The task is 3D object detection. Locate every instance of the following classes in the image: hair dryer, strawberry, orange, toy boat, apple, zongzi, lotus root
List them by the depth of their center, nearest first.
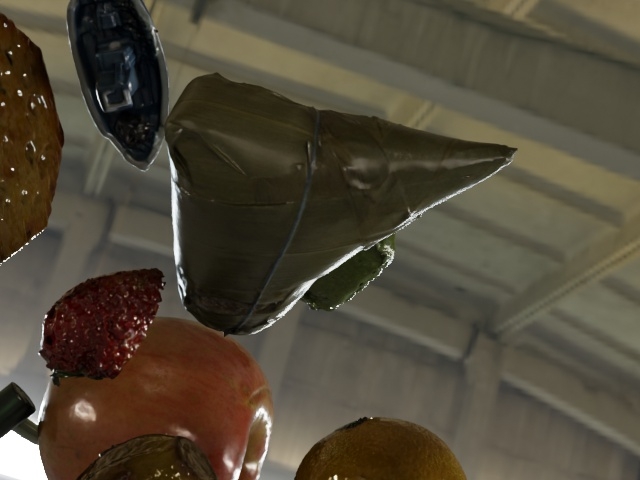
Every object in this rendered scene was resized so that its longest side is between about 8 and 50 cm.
[{"bbox_3d":[0.012,-0.010,1.562,0.392,0.174,0.356,8,-43,2],"label":"zongzi"},{"bbox_3d":[-0.242,0.355,1.663,0.193,0.193,0.291,27,-59,-25],"label":"lotus root"},{"bbox_3d":[0.076,0.333,1.675,0.236,0.236,0.236,13,-22,6],"label":"orange"},{"bbox_3d":[-0.293,0.106,1.680,0.192,0.140,0.085,-18,-32,28],"label":"strawberry"},{"bbox_3d":[-0.279,-0.244,1.817,0.129,0.142,0.309,-9,-68,5],"label":"toy boat"},{"bbox_3d":[-0.250,0.286,1.961,0.363,0.364,0.364,13,-22,6],"label":"apple"},{"bbox_3d":[-0.450,0.287,1.964,0.057,0.100,0.198,50,-2,31],"label":"hair dryer"}]

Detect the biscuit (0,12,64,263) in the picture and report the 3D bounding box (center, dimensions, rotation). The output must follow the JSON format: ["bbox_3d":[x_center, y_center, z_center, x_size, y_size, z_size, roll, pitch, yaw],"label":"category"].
[{"bbox_3d":[-0.444,-0.140,1.692,0.046,0.359,0.359,0,-27,21],"label":"biscuit"}]

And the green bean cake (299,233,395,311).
[{"bbox_3d":[0.000,0.000,2.122,0.214,0.113,0.200,32,-52,-23],"label":"green bean cake"}]
